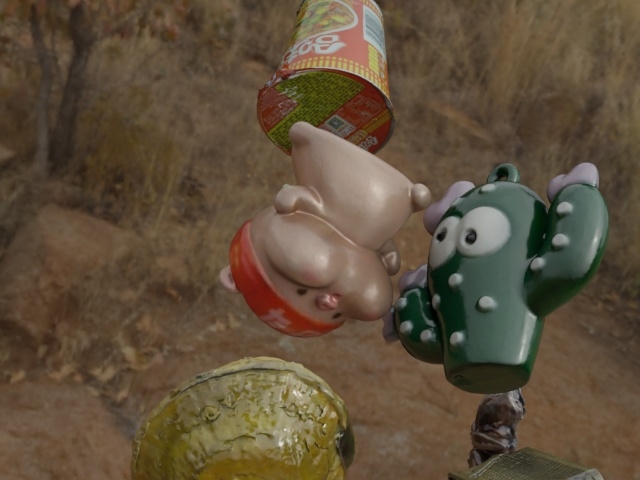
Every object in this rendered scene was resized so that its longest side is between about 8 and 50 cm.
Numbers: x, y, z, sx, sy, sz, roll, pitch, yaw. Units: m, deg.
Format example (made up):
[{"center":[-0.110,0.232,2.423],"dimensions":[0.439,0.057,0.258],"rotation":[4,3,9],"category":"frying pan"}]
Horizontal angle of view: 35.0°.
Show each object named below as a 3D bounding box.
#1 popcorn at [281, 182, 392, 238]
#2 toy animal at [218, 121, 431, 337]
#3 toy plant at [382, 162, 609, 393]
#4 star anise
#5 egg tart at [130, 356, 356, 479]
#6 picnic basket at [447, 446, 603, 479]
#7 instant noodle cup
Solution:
[{"center":[0.019,-0.016,1.537],"dimensions":[0.170,0.189,0.218],"rotation":[11,20,28],"category":"popcorn"},{"center":[0.000,0.000,1.007],"dimensions":[0.171,0.197,0.171],"rotation":[28,0,0],"category":"toy animal"},{"center":[0.166,0.027,0.991],"dimensions":[0.113,0.243,0.233],"rotation":[33,-12,-35],"category":"toy plant"},{"center":[0.306,0.356,1.772],"dimensions":[0.093,0.236,0.229],"rotation":[6,16,9],"category":"star anise"},{"center":[-0.138,0.426,1.920],"dimensions":[0.443,0.443,0.178],"rotation":[11,26,-21],"category":"egg tart"},{"center":[0.309,0.412,1.481],"dimensions":[0.139,0.165,0.267],"rotation":[-15,2,-16],"category":"picnic basket"},{"center":[0.016,-0.246,1.441],"dimensions":[0.193,0.193,0.212],"rotation":[16,51,-12],"category":"instant noodle cup"}]
